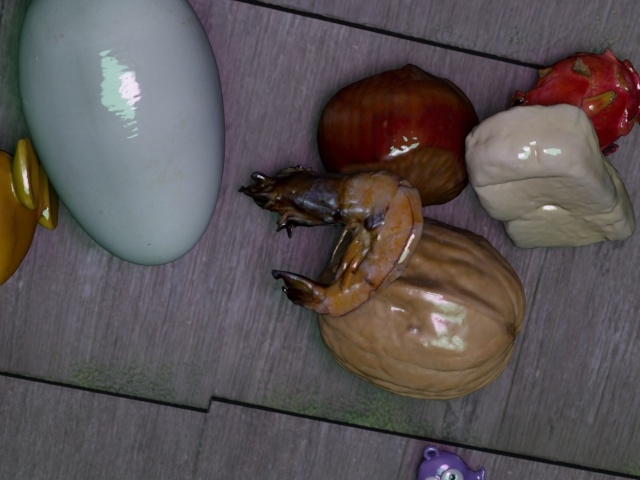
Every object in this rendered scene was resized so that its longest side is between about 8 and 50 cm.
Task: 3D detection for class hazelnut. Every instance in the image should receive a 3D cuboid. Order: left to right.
[{"bbox_3d":[0.105,-0.120,1.674,0.201,0.160,0.170,8,119,-45],"label":"hazelnut"}]

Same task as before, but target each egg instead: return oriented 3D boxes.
[{"bbox_3d":[-0.225,-0.148,1.584,0.230,0.230,0.371,-11,107,-3],"label":"egg"}]

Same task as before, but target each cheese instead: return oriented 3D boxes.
[{"bbox_3d":[0.274,-0.073,1.649,0.159,0.093,0.263,-13,149,23],"label":"cheese"}]

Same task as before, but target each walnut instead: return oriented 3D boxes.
[{"bbox_3d":[0.118,0.081,1.678,0.261,0.225,0.225,13,101,9],"label":"walnut"}]

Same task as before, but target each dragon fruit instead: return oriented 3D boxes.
[{"bbox_3d":[0.321,-0.167,1.685,0.166,0.133,0.136,-5,109,-6],"label":"dragon fruit"}]

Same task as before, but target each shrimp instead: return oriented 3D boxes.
[{"bbox_3d":[0.006,0.002,1.618,0.075,0.289,0.178,23,77,-52],"label":"shrimp"}]

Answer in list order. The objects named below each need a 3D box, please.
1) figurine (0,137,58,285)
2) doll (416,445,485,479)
[{"bbox_3d":[-0.436,-0.040,1.610,0.228,0.215,0.215,17,100,9],"label":"figurine"},{"bbox_3d":[0.184,0.352,1.819,0.110,0.067,0.206,-25,114,9],"label":"doll"}]
